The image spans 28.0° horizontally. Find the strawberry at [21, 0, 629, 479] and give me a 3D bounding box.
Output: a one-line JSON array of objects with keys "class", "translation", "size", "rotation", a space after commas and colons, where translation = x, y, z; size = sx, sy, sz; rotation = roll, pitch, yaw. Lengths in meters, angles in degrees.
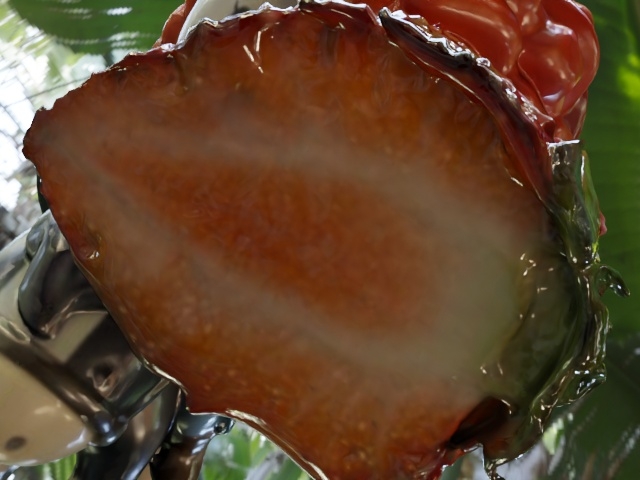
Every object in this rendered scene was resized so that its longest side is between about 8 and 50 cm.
[{"class": "strawberry", "translation": [0.000, 0.000, 0.389], "size": [0.187, 0.082, 0.146], "rotation": [21, -78, 10]}]

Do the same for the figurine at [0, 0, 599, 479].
[{"class": "figurine", "translation": [-0.040, -0.016, 0.665], "size": [0.241, 0.306, 0.412], "rotation": [39, -104, 27]}]
